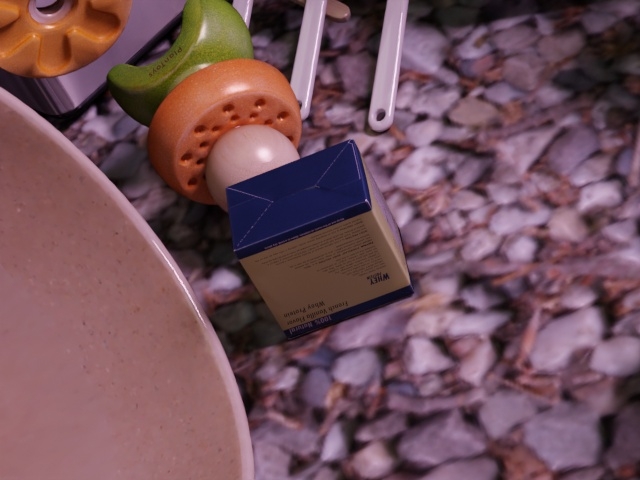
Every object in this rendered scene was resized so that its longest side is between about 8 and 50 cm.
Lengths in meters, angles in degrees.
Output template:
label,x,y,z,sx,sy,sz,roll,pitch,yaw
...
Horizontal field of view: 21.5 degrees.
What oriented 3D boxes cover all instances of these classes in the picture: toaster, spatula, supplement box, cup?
label,x,y,z,sx,sy,sz,roll,pitch,yaw
toaster,-0.203,-0.186,1.252,0.186,0.110,0.168,-45,43,-16
spatula,0.003,-0.182,1.146,0.168,0.019,0.242,0,68,24
supplement box,0.000,0.000,0.981,0.083,0.083,0.056,-21,43,10
cup,-0.231,0.095,0.879,0.237,0.331,0.331,-37,39,19

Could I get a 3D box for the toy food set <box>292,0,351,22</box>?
label,x,y,z,sx,sy,sz,roll,pitch,yaw
toy food set,0.039,-0.224,1.214,0.132,0.038,0.192,33,67,33

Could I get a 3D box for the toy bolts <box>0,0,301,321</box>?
label,x,y,z,sx,sy,sz,roll,pitch,yaw
toy bolts,-0.141,-0.053,1.043,0.228,0.218,0.158,-43,47,12
